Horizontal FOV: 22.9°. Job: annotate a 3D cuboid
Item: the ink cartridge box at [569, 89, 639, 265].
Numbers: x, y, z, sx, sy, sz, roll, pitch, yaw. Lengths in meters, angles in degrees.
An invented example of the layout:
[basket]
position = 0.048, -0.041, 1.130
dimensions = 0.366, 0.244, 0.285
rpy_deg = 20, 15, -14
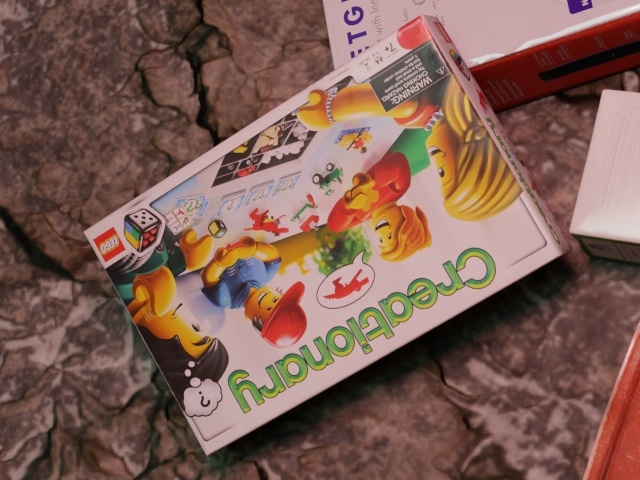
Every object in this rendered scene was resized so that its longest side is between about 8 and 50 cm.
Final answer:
[ink cartridge box]
position = 0.284, -0.032, 1.064
dimensions = 0.209, 0.062, 0.109
rpy_deg = 9, 76, 27

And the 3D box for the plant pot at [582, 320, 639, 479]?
[plant pot]
position = 0.308, 0.141, 0.892
dimensions = 0.265, 0.272, 0.272
rpy_deg = 20, 81, 21

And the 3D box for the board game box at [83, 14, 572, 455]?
[board game box]
position = 0.000, 0.000, 1.137
dimensions = 0.305, 0.053, 0.193
rpy_deg = -32, 84, 18

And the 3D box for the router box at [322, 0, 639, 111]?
[router box]
position = 0.142, -0.271, 1.205
dimensions = 0.301, 0.082, 0.335
rpy_deg = -18, 65, 18
